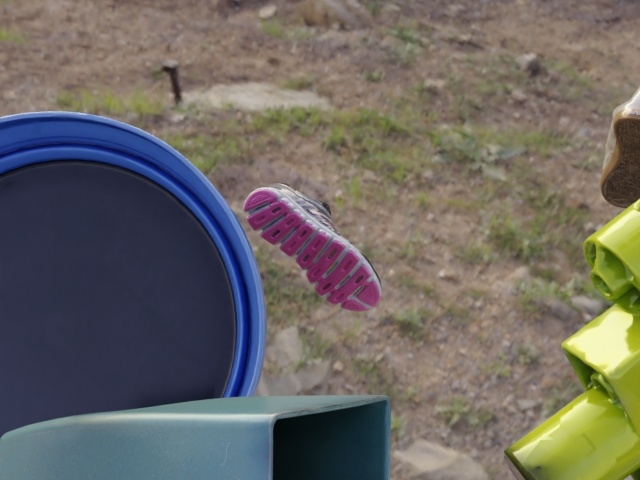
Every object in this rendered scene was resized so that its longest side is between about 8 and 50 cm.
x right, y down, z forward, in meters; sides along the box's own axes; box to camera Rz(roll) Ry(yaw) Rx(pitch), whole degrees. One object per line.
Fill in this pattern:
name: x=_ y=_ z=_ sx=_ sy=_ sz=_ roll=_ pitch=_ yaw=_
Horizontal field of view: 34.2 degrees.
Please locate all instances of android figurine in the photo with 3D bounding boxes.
android figurine: x=0.224 y=0.068 z=0.504 sx=0.273 sy=0.248 sz=0.056 roll=-37 pitch=23 yaw=-7

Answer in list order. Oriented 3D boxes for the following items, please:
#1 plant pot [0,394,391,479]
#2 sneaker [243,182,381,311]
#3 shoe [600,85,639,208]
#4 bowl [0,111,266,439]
plant pot: x=-0.094 y=0.183 z=0.692 sx=0.234 sy=0.165 sz=0.165 roll=0 pitch=-4 yaw=27
sneaker: x=0.000 y=0.000 z=1.060 sx=0.170 sy=0.063 sz=0.075 roll=41 pitch=25 yaw=-6
shoe: x=0.372 y=-0.105 z=1.218 sx=0.077 sy=0.219 sz=0.058 roll=10 pitch=66 yaw=15
bowl: x=-0.241 y=0.080 z=0.943 sx=0.391 sy=0.077 sz=0.391 roll=0 pitch=82 yaw=3
